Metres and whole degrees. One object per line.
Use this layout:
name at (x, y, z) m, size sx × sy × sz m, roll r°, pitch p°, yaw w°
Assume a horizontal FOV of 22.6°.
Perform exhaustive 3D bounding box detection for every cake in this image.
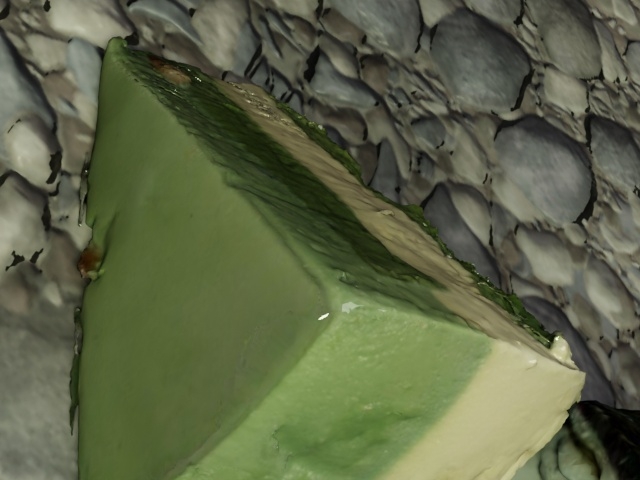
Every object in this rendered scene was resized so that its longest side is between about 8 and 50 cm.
cake at (-0.002, -0.004, 0.729) m, size 0.158 × 0.172 × 0.284 m, roll 23°, pitch 47°, yaw -37°

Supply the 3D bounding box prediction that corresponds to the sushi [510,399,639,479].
sushi at (0.157, 0.237, 0.696) m, size 0.170 × 0.211 × 0.350 m, roll 17°, pitch 43°, yaw -29°
